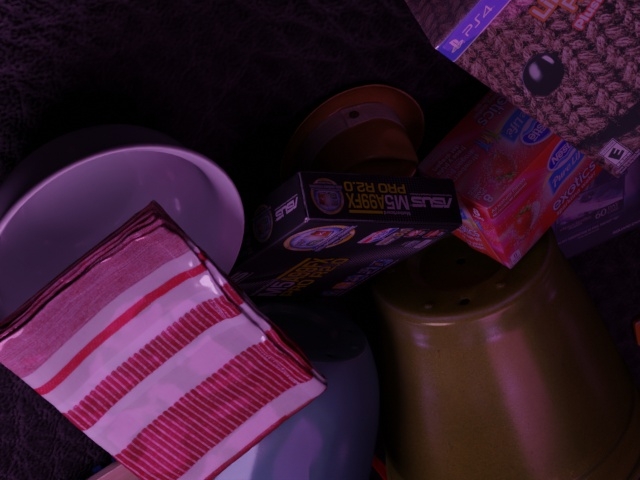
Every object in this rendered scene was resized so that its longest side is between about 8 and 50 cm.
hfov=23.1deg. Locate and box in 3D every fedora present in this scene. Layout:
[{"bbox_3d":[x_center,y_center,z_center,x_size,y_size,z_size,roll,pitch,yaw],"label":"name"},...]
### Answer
[{"bbox_3d":[0.050,-0.092,1.845,0.194,0.079,0.194,-19,138,-18],"label":"fedora"}]

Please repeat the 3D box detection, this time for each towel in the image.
[{"bbox_3d":[-0.168,0.134,1.684,0.237,0.037,0.329,-38,125,6],"label":"towel"}]

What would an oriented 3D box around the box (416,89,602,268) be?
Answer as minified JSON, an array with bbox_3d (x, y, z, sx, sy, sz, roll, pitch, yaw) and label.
[{"bbox_3d":[0.252,-0.112,1.878,0.257,0.122,0.128,-46,141,-15],"label":"box"}]

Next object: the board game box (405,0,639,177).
[{"bbox_3d":[0.275,-0.247,1.641,0.291,0.141,0.232,30,112,-31],"label":"board game box"}]

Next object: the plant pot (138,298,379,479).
[{"bbox_3d":[-0.058,0.204,1.919,0.293,0.293,0.235,1,116,-35],"label":"plant pot"}]

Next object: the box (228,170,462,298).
[{"bbox_3d":[0.000,0.000,1.818,0.216,0.060,0.270,1,159,-35],"label":"box"}]

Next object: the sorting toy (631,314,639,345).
[{"bbox_3d":[0.641,0.068,2.426,0.347,0.047,0.196,-37,140,4],"label":"sorting toy"}]

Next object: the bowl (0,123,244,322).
[{"bbox_3d":[-0.241,-0.020,1.676,0.297,0.134,0.298,-19,138,-18],"label":"bowl"}]

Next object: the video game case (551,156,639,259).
[{"bbox_3d":[0.362,-0.086,2.105,0.196,0.026,0.274,-23,140,-13],"label":"video game case"}]

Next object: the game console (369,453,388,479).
[{"bbox_3d":[-0.044,0.447,2.284,0.386,0.060,0.342,-27,137,10],"label":"game console"}]

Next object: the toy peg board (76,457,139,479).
[{"bbox_3d":[-0.251,0.337,2.082,0.161,0.079,0.161,-32,124,-3],"label":"toy peg board"}]

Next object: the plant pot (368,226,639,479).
[{"bbox_3d":[0.219,0.145,2.018,0.366,0.366,0.353,-27,128,-9],"label":"plant pot"}]
